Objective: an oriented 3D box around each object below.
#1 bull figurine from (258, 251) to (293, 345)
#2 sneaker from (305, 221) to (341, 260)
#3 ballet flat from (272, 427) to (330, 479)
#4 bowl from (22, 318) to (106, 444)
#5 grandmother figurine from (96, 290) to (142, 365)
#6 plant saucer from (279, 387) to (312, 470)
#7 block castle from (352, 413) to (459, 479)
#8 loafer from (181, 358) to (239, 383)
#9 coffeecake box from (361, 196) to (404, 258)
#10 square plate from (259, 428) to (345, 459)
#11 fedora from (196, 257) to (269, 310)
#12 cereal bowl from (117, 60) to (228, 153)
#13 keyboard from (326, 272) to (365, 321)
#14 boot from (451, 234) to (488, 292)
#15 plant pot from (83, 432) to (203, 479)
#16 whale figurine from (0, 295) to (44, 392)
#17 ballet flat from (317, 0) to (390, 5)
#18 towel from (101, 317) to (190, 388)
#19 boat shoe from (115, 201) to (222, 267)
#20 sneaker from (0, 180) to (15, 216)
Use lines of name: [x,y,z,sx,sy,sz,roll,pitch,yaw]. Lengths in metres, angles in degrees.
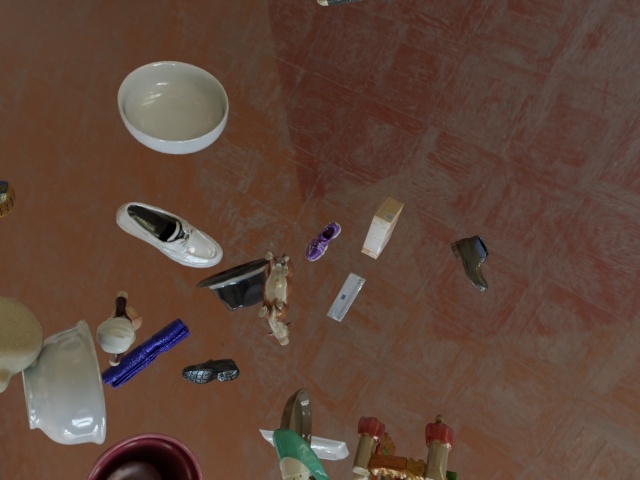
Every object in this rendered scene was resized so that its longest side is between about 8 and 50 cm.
bull figurine: [-0.142,0.185,1.441,0.101,0.188,0.309,0,74,1]
sneaker: [0.000,0.000,1.551,0.068,0.071,0.169,40,103,9]
ballet flat: [-0.025,0.508,0.912,0.083,0.087,0.247,-35,94,28]
bowl: [-0.596,0.339,1.006,0.298,0.134,0.297,13,106,51]
grandmother figurine: [-0.555,0.246,1.225,0.342,0.104,0.207,172,92,-68]
plant saucer: [-0.075,0.597,1.344,0.041,0.278,0.277,-1,91,13]
block castle: [0.299,0.739,1.386,0.303,0.212,0.452,-6,125,26]
loafer: [-0.329,0.383,1.302,0.062,0.170,0.061,-63,37,22]
coffeecake box: [0.229,-0.047,1.625,0.068,0.142,0.185,27,135,13]
square plate: [-0.061,0.865,1.842,0.348,0.344,0.049,4,58,9]
fedora: [-0.297,0.176,1.657,0.334,0.334,0.152,-17,94,25]
cereal bowl: [-0.473,-0.414,1.435,0.338,0.339,0.141,54,154,15]
keyboard: [0.110,0.252,1.926,0.072,0.014,0.255,29,117,4]
boot: [0.581,0.084,1.610,0.106,0.082,0.219,-33,91,36]
plant pot: [-0.337,0.468,0.810,0.201,0.202,0.180,62,143,12]
whale figurine: [-0.701,0.220,0.862,0.141,0.272,0.216,-36,90,19]
ballet flat: [0.079,-0.538,0.968,0.173,0.049,0.057,-5,58,6]
towel: [-0.600,0.400,1.549,0.308,0.227,0.076,-37,85,-18]
boat shoe: [-0.337,-0.009,1.007,0.084,0.258,0.095,-13,57,56]
sneaker: [-0.836,-0.073,0.980,0.131,0.296,0.111,5,103,-1]
